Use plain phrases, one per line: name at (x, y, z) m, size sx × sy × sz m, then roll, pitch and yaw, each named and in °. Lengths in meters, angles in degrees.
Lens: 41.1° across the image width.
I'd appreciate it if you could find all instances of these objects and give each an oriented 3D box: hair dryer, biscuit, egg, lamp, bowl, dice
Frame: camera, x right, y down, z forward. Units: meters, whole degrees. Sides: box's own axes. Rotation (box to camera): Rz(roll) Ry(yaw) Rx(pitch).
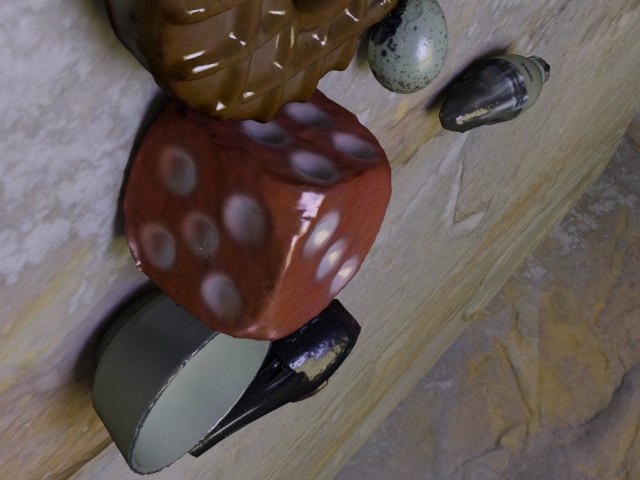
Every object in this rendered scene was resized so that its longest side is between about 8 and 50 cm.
hair dryer at (-0.069, 0.225, 1.323) m, size 0.303 × 0.120 × 0.359 m, roll -41°, pitch 169°, yaw -6°
biscuit at (-0.015, -0.232, 0.586) m, size 0.332 × 0.103 × 0.332 m, roll -46°, pitch 160°, yaw -21°
egg at (0.094, -0.210, 0.910) m, size 0.085 × 0.085 × 0.110 m, roll -34°, pitch 146°, yaw -43°
lamp at (0.258, -0.218, 1.258) m, size 0.250 × 0.101 × 0.101 m, roll -31°, pitch 152°, yaw -39°
bowl at (-0.154, 0.125, 0.887) m, size 0.211 × 0.112 × 0.211 m, roll -44°, pitch 160°, yaw -21°
dice at (-0.052, -0.036, 0.750) m, size 0.174 × 0.175 × 0.179 m, roll -27°, pitch 145°, yaw -50°
